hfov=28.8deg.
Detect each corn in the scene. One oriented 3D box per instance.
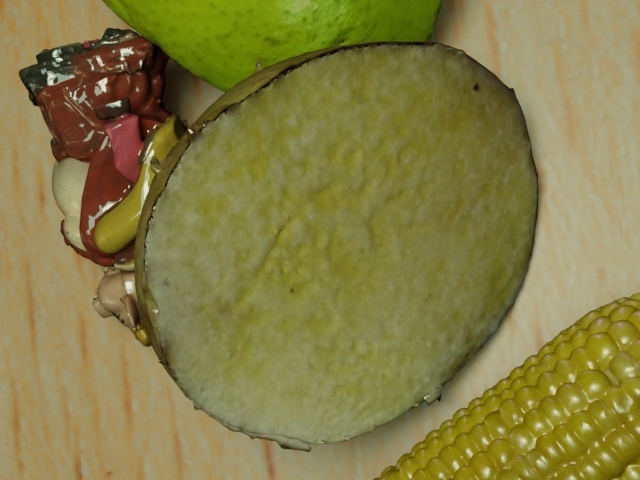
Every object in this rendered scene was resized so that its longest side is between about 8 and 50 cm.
[{"bbox_3d":[0.122,0.149,0.757,0.347,0.130,0.130,-36,78,7],"label":"corn"}]

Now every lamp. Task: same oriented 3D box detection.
[{"bbox_3d":[-0.117,-0.015,0.838,0.118,0.118,0.253,-16,98,10],"label":"lamp"}]

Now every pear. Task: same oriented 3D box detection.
[{"bbox_3d":[-0.036,-0.230,0.771,0.288,0.139,0.239,43,119,6],"label":"pear"}]

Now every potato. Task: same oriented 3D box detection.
[{"bbox_3d":[0.000,0.000,0.777,0.299,0.116,0.239,-25,107,-30],"label":"potato"}]
